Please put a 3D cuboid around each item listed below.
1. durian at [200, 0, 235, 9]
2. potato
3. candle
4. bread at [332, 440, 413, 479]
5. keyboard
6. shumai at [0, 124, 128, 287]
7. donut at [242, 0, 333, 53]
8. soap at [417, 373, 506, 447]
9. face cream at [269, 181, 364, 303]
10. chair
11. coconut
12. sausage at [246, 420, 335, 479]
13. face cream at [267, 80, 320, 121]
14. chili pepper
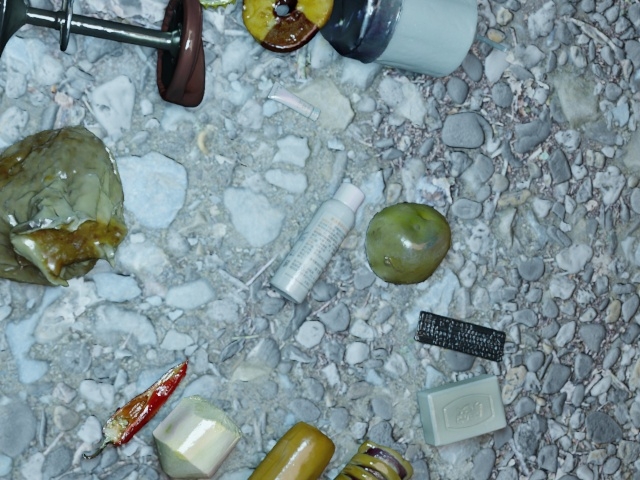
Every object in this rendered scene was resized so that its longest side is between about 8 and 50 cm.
[{"bbox_3d":[-0.220,-0.513,1.819,0.208,0.102,0.146,-1,89,1],"label":"durian"},{"bbox_3d":[0.206,0.005,1.992,0.202,0.117,0.182,-2,89,-22],"label":"potato"},{"bbox_3d":[0.186,-0.449,1.918,0.343,0.221,0.221,9,88,-26],"label":"candle"},{"bbox_3d":[0.090,0.525,1.974,0.225,0.081,0.134,-45,105,-14],"label":"bread"},{"bbox_3d":[0.314,0.213,2.089,0.231,0.023,0.072,16,83,-22],"label":"keyboard"},{"bbox_3d":[-0.456,-0.065,1.640,0.267,0.262,0.314,28,79,-21],"label":"shumai"},{"bbox_3d":[-0.067,-0.454,1.869,0.166,0.073,0.184,30,78,1],"label":"donut"},{"bbox_3d":[0.309,0.371,2.069,0.183,0.064,0.121,-11,93,-22],"label":"soap"},{"bbox_3d":[0.000,0.000,1.923,0.082,0.082,0.269,39,77,-19],"label":"face cream"},{"bbox_3d":[-0.369,-0.373,1.686,0.401,0.226,0.226,7,89,-23],"label":"chair"},{"bbox_3d":[-0.242,0.385,1.801,0.147,0.147,0.152,47,74,-17],"label":"coconut"},{"bbox_3d":[-0.101,0.508,1.883,0.112,0.112,0.328,45,76,-17],"label":"sausage"},{"bbox_3d":[-0.053,-0.281,1.926,0.115,0.020,0.038,28,82,-18],"label":"face cream"},{"bbox_3d":[-0.346,0.327,1.810,0.268,0.059,0.050,-45,145,-18],"label":"chili pepper"}]
